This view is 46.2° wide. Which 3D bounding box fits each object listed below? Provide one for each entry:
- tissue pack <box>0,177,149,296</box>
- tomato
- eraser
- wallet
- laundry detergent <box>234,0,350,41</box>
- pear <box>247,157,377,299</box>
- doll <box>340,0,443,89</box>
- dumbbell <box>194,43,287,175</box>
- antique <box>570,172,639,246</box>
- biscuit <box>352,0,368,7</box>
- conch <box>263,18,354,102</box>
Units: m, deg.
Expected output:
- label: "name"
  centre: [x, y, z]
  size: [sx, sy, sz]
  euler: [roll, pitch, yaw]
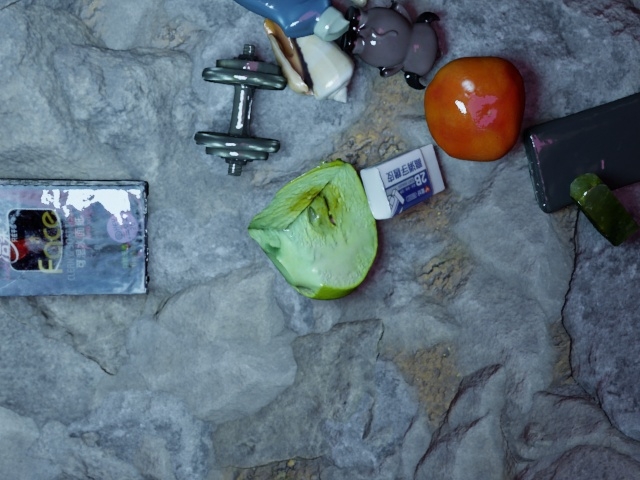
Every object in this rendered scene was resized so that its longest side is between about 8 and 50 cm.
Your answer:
- label: "tissue pack"
  centre: [-0.565, -0.007, 1.672]
  size: [0.361, 0.122, 0.259]
  euler: [1, 101, -12]
- label: "tomato"
  centre: [0.368, -0.307, 1.766]
  size: [0.259, 0.180, 0.260]
  euler: [-1, 100, -8]
- label: "eraser"
  centre: [0.198, -0.141, 1.770]
  size: [0.210, 0.068, 0.125]
  euler: [-27, 103, -39]
- label: "wallet"
  centre: [0.724, -0.233, 1.902]
  size: [0.406, 0.062, 0.228]
  euler: [-18, 102, -8]
- label: "laundry detergent"
  centre: [-0.071, -0.531, 1.645]
  size: [0.290, 0.094, 0.143]
  euler: [36, 74, 9]
- label: "pear"
  centre: [0.000, 0.000, 1.745]
  size: [0.286, 0.176, 0.282]
  euler: [-50, 118, -30]
- label: "doll"
  centre: [0.170, -0.450, 1.717]
  size: [0.257, 0.117, 0.182]
  euler: [5, 101, -31]
- label: "dumbbell"
  centre: [-0.177, -0.287, 1.664]
  size: [0.192, 0.192, 0.290]
  euler: [6, 99, -11]
- label: "antique"
  centre: [0.696, -0.085, 1.864]
  size: [0.081, 0.080, 0.221]
  euler: [-43, 125, 11]
- label: "biscuit"
  centre: [0.026, -0.616, 1.721]
  size: [0.219, 0.055, 0.061]
  euler: [33, 81, -13]
- label: "conch"
  centre: [-0.023, -0.412, 1.727]
  size: [0.158, 0.127, 0.255]
  euler: [-33, 77, -4]
